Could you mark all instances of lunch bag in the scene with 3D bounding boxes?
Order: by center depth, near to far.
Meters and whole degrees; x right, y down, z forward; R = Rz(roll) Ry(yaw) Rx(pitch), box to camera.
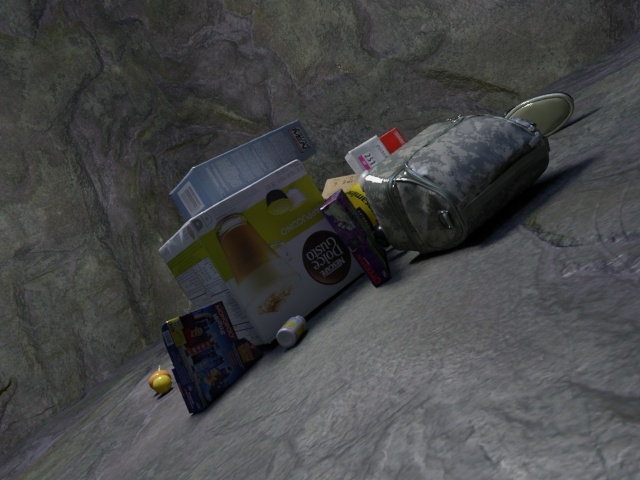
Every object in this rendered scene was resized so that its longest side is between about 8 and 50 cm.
[{"bbox_3d":[0.284,-0.121,1.190,0.305,0.212,0.256,-37,22,-24],"label":"lunch bag"}]

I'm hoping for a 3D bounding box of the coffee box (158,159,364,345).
[{"bbox_3d":[-0.155,0.051,1.497,0.338,0.334,0.338,-34,4,-30],"label":"coffee box"}]

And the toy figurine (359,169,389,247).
[{"bbox_3d":[0.180,-0.093,1.462,0.148,0.213,0.209,-18,5,1],"label":"toy figurine"}]

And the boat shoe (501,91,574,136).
[{"bbox_3d":[0.607,-0.350,1.714,0.113,0.127,0.340,-51,4,-33],"label":"boat shoe"}]

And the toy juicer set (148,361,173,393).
[{"bbox_3d":[-0.387,0.340,1.654,0.329,0.089,0.209,-28,7,46],"label":"toy juicer set"}]

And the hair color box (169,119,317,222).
[{"bbox_3d":[-0.206,-0.188,1.601,0.374,0.113,0.185,-33,3,-37],"label":"hair color box"}]

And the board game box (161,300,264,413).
[{"bbox_3d":[-0.226,0.239,1.254,0.194,0.194,0.060,-18,-7,-46],"label":"board game box"}]

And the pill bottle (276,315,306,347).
[{"bbox_3d":[-0.059,0.190,1.235,0.043,0.043,0.083,-31,5,26],"label":"pill bottle"}]

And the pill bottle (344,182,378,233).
[{"bbox_3d":[0.112,-0.056,1.695,0.334,0.187,0.188,-37,6,-26],"label":"pill bottle"}]

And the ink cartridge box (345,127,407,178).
[{"bbox_3d":[0.255,-0.233,1.964,0.239,0.275,0.060,-34,-4,-20],"label":"ink cartridge box"}]

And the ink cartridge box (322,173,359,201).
[{"bbox_3d":[0.150,-0.156,2.100,0.235,0.193,0.088,-4,64,54],"label":"ink cartridge box"}]

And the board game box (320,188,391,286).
[{"bbox_3d":[0.086,-0.019,1.385,0.056,0.208,0.347,-31,5,8],"label":"board game box"}]
